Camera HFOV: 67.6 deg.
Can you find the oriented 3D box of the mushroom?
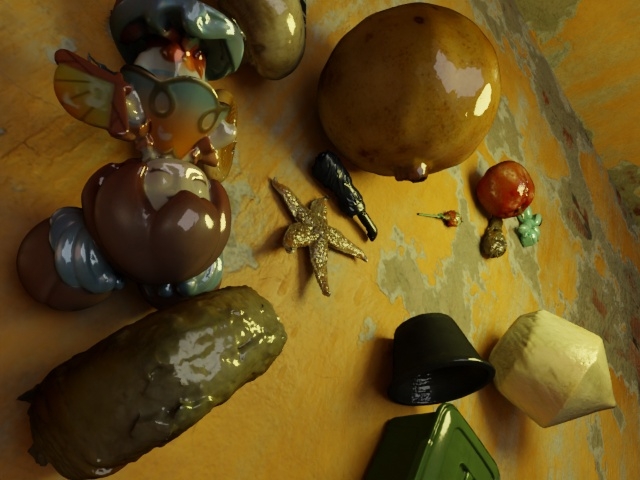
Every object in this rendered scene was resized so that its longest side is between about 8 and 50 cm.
[{"bbox_3d":[-0.129,-0.445,0.947,0.255,0.184,0.255,52,14,-19],"label":"mushroom"}]

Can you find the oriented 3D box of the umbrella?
[{"bbox_3d":[0.065,-0.101,1.107,0.248,0.070,0.071,50,47,-25],"label":"umbrella"}]

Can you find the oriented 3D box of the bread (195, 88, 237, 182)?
[{"bbox_3d":[-0.194,-0.185,0.853,0.114,0.077,0.190,62,27,-61],"label":"bread"}]

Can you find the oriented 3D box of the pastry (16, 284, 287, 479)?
[{"bbox_3d":[-0.189,0.160,0.599,0.329,0.329,0.137,-27,85,-46],"label":"pastry"}]

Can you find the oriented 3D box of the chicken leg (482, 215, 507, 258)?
[{"bbox_3d":[0.576,-0.015,1.577,0.084,0.069,0.198,28,47,-6],"label":"chicken leg"}]

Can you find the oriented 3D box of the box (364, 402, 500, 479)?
[{"bbox_3d":[0.201,0.515,0.936,0.253,0.177,0.329,56,44,-16],"label":"box"}]

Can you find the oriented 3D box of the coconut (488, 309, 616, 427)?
[{"bbox_3d":[0.646,0.358,1.318,0.328,0.328,0.329,17,64,-40],"label":"coconut"}]

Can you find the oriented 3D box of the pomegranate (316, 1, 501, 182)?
[{"bbox_3d":[0.198,-0.312,1.095,0.416,0.416,0.418,17,64,-40],"label":"pomegranate"}]

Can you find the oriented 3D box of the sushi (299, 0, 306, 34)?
[{"bbox_3d":[-0.104,-0.601,1.122,0.192,0.050,0.215,38,44,-48],"label":"sushi"}]

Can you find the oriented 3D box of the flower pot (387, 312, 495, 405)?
[{"bbox_3d":[0.248,0.257,1.069,0.235,0.235,0.148,25,38,-36],"label":"flower pot"}]

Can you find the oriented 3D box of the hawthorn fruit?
[{"bbox_3d":[0.612,-0.152,1.559,0.179,0.179,0.201,17,41,-40],"label":"hawthorn fruit"}]

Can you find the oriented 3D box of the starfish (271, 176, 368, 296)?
[{"bbox_3d":[-0.004,0.003,1.009,0.295,0.048,0.231,40,41,-30],"label":"starfish"}]

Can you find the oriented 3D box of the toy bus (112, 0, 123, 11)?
[{"bbox_3d":[-0.277,-0.326,0.824,0.108,0.096,0.199,-17,85,-42],"label":"toy bus"}]

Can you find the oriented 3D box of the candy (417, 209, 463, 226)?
[{"bbox_3d":[0.346,-0.070,1.389,0.184,0.049,0.056,5,42,-37],"label":"candy"}]

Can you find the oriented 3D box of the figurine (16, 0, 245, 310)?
[{"bbox_3d":[-0.233,-0.098,0.658,0.276,0.248,0.389,9,76,-39],"label":"figurine"}]

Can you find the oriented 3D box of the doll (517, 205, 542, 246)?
[{"bbox_3d":[0.774,-0.052,1.780,0.159,0.059,0.159,21,61,-40],"label":"doll"}]
